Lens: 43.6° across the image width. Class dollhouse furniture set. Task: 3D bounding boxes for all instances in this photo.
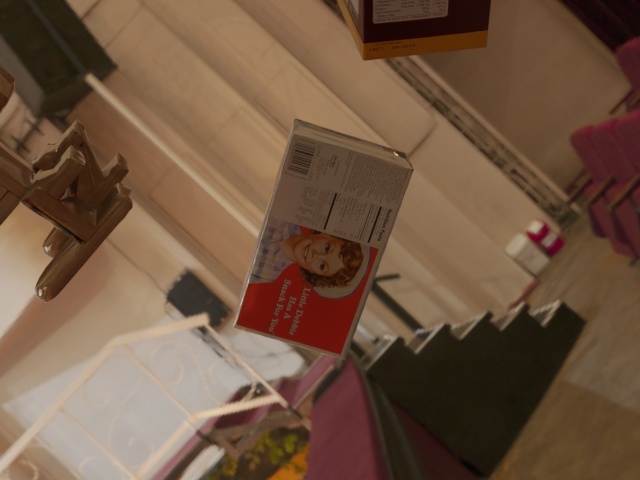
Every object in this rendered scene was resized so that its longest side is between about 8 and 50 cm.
[{"bbox_3d":[-0.394,-0.049,0.731,0.256,0.362,0.394,-48,24,4],"label":"dollhouse furniture set"}]

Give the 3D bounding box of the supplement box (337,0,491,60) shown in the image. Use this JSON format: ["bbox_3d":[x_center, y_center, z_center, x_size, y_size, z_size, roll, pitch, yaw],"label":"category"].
[{"bbox_3d":[0.086,-0.317,0.802,0.191,0.129,0.194,-104,9,-49],"label":"supplement box"}]

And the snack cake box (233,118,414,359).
[{"bbox_3d":[0.000,0.000,0.999,0.089,0.152,0.264,-92,20,-70],"label":"snack cake box"}]
